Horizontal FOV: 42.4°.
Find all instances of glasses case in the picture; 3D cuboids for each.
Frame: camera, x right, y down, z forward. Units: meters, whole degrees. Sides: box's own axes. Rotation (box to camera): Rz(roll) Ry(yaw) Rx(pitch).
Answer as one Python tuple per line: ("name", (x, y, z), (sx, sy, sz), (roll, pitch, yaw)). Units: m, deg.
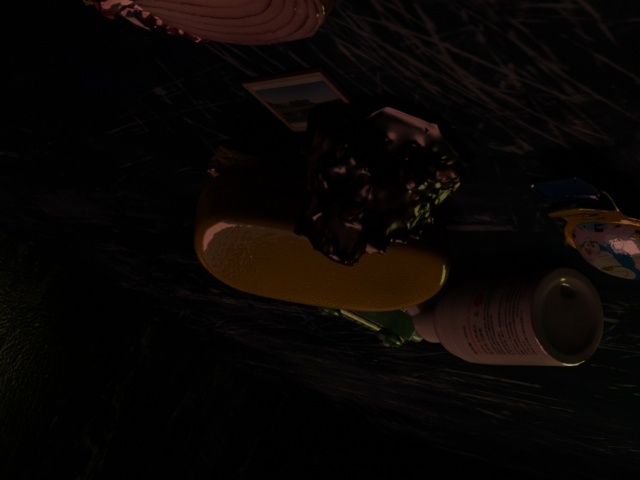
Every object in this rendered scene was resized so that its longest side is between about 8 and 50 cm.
("glasses case", (0.000, 0.000, 1.209), (0.371, 0.141, 0.173), (10, 133, -12))

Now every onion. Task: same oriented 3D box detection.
("onion", (-0.117, -0.272, 0.739), (0.283, 0.120, 0.227), (1, 153, 43))

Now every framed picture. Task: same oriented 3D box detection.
("framed picture", (-0.017, -0.177, 1.054), (0.149, 0.011, 0.109), (3, 153, 47))

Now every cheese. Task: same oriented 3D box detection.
("cheese", (0.345, -0.013, 0.985), (0.250, 0.064, 0.156), (32, 159, -30))

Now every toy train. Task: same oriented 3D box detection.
("toy train", (0.089, 0.134, 1.659), (0.253, 0.105, 0.157), (26, 175, -1))

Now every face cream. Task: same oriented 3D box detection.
("face cream", (0.272, 0.129, 1.342), (0.145, 0.145, 0.370), (31, 161, -20))

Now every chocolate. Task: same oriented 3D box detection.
("chocolate", (0.059, -0.042, 1.054), (0.224, 0.177, 0.206), (7, 160, 43))

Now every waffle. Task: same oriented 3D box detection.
("waffle", (-0.068, -0.068, 1.342), (0.160, 0.055, 0.211), (12, 157, 27))

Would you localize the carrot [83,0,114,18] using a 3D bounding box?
("carrot", (-0.155, -0.279, 0.892), (0.257, 0.061, 0.061), (2, 153, 28))
